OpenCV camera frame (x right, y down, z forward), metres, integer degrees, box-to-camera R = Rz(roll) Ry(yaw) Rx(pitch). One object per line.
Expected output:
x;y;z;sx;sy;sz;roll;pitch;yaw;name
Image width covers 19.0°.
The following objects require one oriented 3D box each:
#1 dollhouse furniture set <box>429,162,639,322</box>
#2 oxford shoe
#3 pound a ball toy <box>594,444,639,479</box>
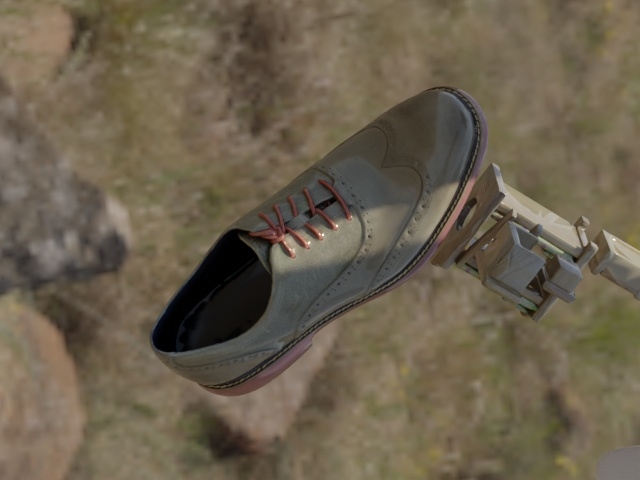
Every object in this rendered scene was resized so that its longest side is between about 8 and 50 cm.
0.203;0.047;1.681;0.182;0.101;0.161;30;23;-17;dollhouse furniture set
0.000;0.000;1.612;0.123;0.348;0.130;46;8;23;oxford shoe
0.267;0.248;1.213;0.208;0.135;0.319;32;53;-66;pound a ball toy
